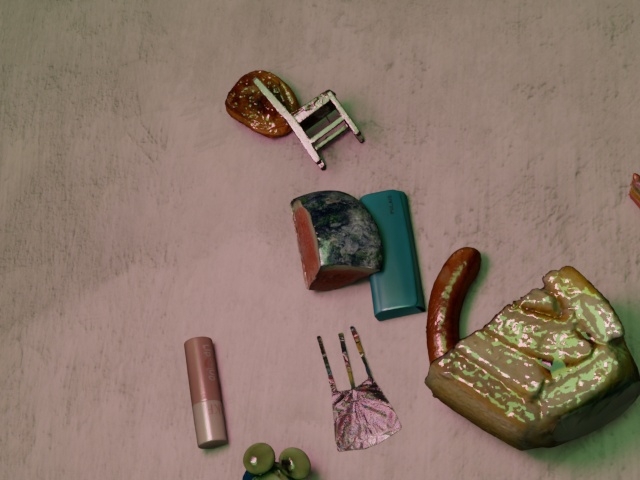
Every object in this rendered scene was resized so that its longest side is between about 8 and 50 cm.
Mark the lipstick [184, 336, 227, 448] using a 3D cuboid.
[{"bbox_3d":[-0.270,0.355,1.990,0.070,0.070,0.254,-19,62,12],"label":"lipstick"}]

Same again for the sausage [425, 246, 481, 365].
[{"bbox_3d":[0.287,0.153,1.868,0.103,0.076,0.302,6,71,15],"label":"sausage"}]

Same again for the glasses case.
[{"bbox_3d":[0.162,0.028,1.975,0.117,0.070,0.300,-14,62,14],"label":"glasses case"}]

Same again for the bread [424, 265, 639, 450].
[{"bbox_3d":[0.432,0.272,1.667,0.395,0.239,0.264,-37,60,5],"label":"bread"}]

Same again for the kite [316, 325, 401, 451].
[{"bbox_3d":[0.070,0.325,1.907,0.152,0.015,0.285,-23,61,9],"label":"kite"}]

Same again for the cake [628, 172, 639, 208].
[{"bbox_3d":[0.730,-0.047,1.770,0.225,0.109,0.090,34,83,29],"label":"cake"}]

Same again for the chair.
[{"bbox_3d":[-0.024,-0.324,2.108,0.147,0.136,0.270,-36,84,4],"label":"chair"}]

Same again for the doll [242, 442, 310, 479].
[{"bbox_3d":[-0.102,0.598,1.760,0.199,0.186,0.321,13,51,-6],"label":"doll"}]

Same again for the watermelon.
[{"bbox_3d":[0.000,0.000,1.991,0.318,0.148,0.226,44,121,45],"label":"watermelon"}]

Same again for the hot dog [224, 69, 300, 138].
[{"bbox_3d":[-0.160,-0.363,2.252,0.227,0.099,0.160,28,79,31],"label":"hot dog"}]
